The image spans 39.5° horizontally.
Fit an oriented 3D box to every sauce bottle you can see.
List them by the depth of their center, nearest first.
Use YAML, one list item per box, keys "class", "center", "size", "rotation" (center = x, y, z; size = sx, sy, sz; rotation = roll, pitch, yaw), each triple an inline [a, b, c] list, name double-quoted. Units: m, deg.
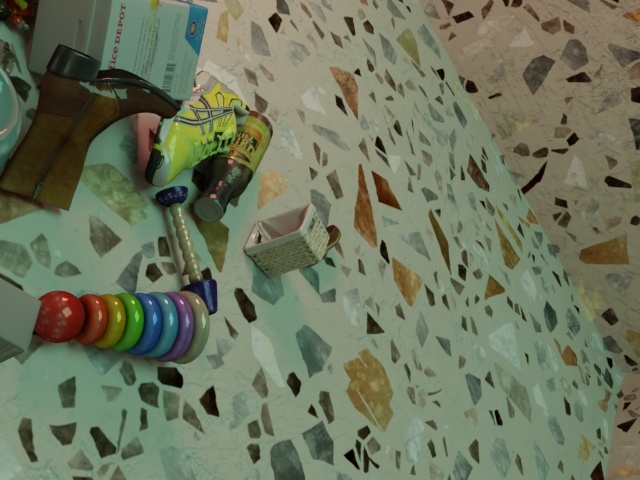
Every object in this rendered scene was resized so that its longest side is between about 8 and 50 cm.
- class: "sauce bottle"
  center: [-0.201, -0.171, 2.052]
  size: [0.111, 0.111, 0.344]
  rotation: [49, 34, -25]

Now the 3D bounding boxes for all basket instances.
- class: "basket"
  center: [-0.074, 0.003, 2.081]
  size: [0.103, 0.167, 0.113]
  rotation: [56, 33, -27]

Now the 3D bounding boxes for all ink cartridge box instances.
- class: "ink cartridge box"
  center: [-0.397, -0.399, 1.763]
  size: [0.270, 0.197, 0.198]
  rotation: [-10, 118, -58]

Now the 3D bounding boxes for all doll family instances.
- class: "doll family"
  center: [-0.600, -0.536, 1.691]
  size: [0.263, 0.118, 0.163]
  rotation: [62, 29, -4]

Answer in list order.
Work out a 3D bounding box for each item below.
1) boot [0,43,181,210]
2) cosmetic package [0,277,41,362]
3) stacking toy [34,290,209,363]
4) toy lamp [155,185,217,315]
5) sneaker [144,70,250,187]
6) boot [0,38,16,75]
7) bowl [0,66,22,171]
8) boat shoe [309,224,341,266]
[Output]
- class: "boot"
  center: [-0.410, -0.178, 1.612]
  size: [0.264, 0.096, 0.280]
  rotation: [16, 102, -47]
- class: "cosmetic package"
  center: [-0.559, 0.094, 1.340]
  size: [0.238, 0.127, 0.107]
  rotation: [40, 40, -33]
- class: "stacking toy"
  center: [-0.363, 0.151, 1.602]
  size: [0.330, 0.141, 0.141]
  rotation: [9, 62, -47]
- class: "toy lamp"
  center: [-0.272, 0.025, 1.852]
  size: [0.080, 0.080, 0.275]
  rotation: [0, 71, -56]
- class: "sneaker"
  center: [-0.262, -0.240, 1.937]
  size: [0.147, 0.145, 0.385]
  rotation: [26, 43, -3]
- class: "boot"
  center: [-0.604, -0.333, 1.629]
  size: [0.087, 0.042, 0.118]
  rotation: [48, 36, -30]
- class: "bowl"
  center: [-0.608, -0.210, 1.431]
  size: [0.311, 0.163, 0.312]
  rotation: [35, 42, -40]
- class: "boat shoe"
  center: [0.000, 0.000, 2.281]
  size: [0.060, 0.064, 0.178]
  rotation: [59, 35, -14]
